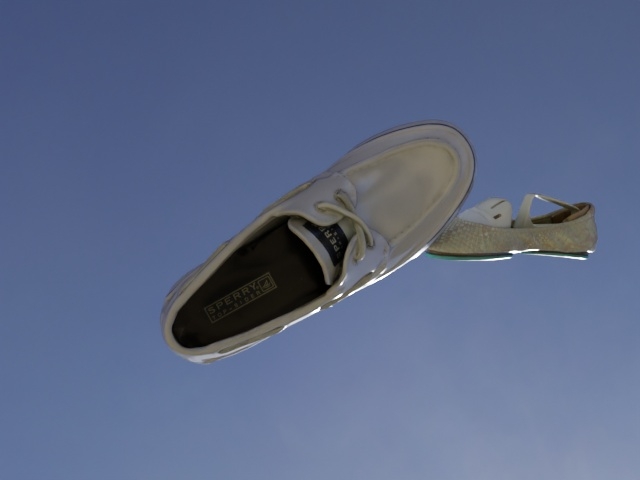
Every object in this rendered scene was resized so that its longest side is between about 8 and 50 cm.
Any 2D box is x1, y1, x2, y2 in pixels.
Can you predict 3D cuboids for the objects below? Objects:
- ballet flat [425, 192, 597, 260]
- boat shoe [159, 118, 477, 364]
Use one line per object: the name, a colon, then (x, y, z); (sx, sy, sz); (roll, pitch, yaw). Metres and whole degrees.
ballet flat: (0.151, -0.013, 0.910); (0.057, 0.168, 0.052); (19, -73, 57)
boat shoe: (0.000, 0.000, 0.817); (0.267, 0.088, 0.096); (-29, -87, -2)
